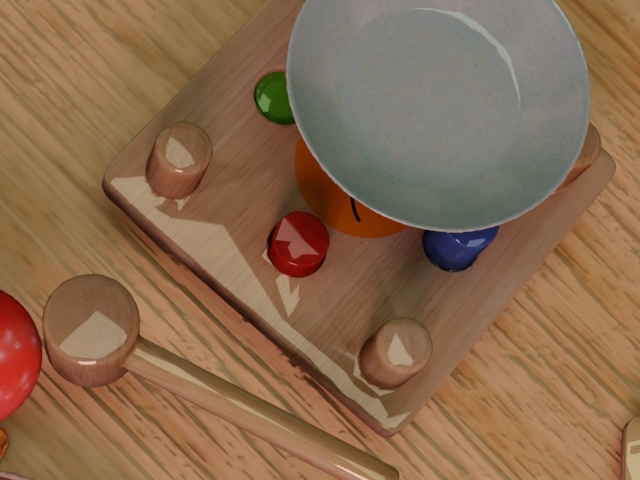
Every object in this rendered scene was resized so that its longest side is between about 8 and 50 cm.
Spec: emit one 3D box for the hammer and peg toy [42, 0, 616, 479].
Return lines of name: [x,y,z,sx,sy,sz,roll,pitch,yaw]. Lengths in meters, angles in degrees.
hammer and peg toy: [0.000,0.000,1.153,0.266,0.127,0.361,40,70,1]

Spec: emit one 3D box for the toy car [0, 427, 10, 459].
toy car: [-0.252,0.144,1.104,0.122,0.040,0.060,-40,84,-20]

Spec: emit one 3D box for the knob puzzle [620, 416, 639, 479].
knob puzzle: [0.281,0.182,1.199,0.213,0.030,0.213,3,72,-10]

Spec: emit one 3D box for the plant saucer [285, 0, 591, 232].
plant saucer: [0.070,-0.094,1.107,0.195,0.037,0.195,4,74,-12]

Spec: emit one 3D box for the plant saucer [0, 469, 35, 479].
plant saucer: [-0.228,0.290,1.058,0.310,0.050,0.311,3,72,-9]

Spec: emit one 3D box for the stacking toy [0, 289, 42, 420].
stacking toy: [-0.287,-0.026,1.091,0.141,0.141,0.330,-36,80,-19]
